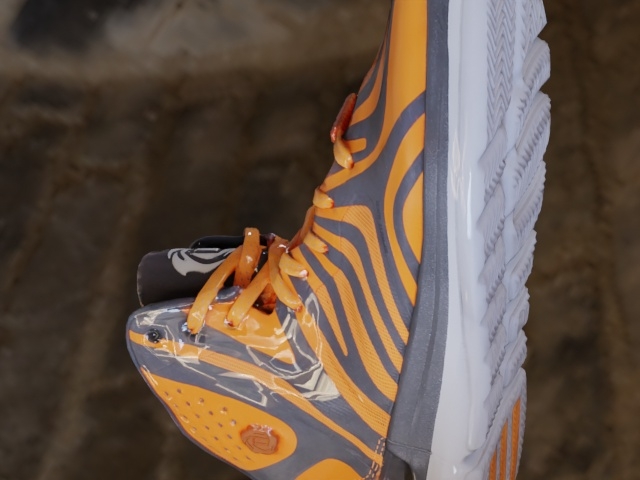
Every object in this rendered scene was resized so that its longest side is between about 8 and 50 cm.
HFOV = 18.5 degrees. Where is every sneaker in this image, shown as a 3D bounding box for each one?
[{"bbox_3d":[0.000,0.000,0.874,0.124,0.180,0.321,-50,147,-57],"label":"sneaker"}]
